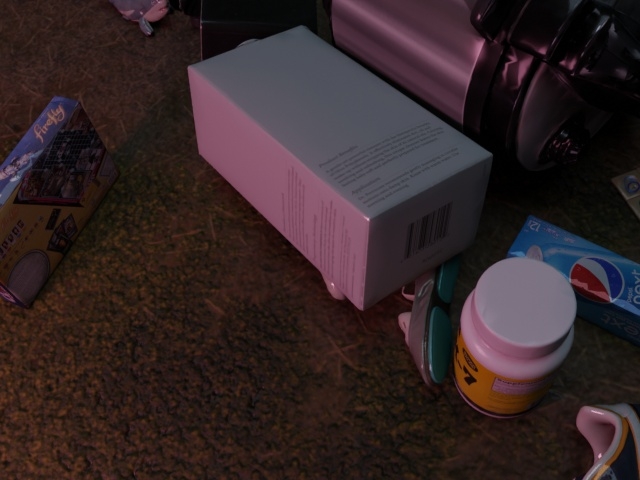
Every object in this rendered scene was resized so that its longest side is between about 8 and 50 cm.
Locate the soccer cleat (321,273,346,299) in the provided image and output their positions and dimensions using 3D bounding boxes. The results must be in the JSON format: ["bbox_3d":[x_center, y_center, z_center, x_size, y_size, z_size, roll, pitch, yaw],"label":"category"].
[{"bbox_3d":[0.000,0.000,0.977,0.076,0.068,0.196,-13,52,4],"label":"soccer cleat"}]

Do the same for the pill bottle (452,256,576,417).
[{"bbox_3d":[0.210,0.110,0.804,0.119,0.209,0.119,-3,59,4],"label":"pill bottle"}]

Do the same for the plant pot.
[{"bbox_3d":[-0.093,-0.320,1.111,0.166,0.187,0.188,1,59,-7],"label":"plant pot"}]

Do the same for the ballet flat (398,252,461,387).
[{"bbox_3d":[0.133,0.084,0.920,0.068,0.072,0.213,-8,54,33],"label":"ballet flat"}]

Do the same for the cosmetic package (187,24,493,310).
[{"bbox_3d":[0.011,-0.111,0.922,0.196,0.155,0.365,-27,50,-26],"label":"cosmetic package"}]

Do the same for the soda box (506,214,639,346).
[{"bbox_3d":[0.335,0.053,0.903,0.210,0.071,0.067,27,66,20],"label":"soda box"}]

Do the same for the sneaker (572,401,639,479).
[{"bbox_3d":[0.305,0.313,0.728,0.127,0.126,0.321,12,51,7],"label":"sneaker"}]

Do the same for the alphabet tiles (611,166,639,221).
[{"bbox_3d":[0.545,-0.046,0.975,0.237,0.009,0.198,-20,60,-6],"label":"alphabet tiles"}]

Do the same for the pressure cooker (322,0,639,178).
[{"bbox_3d":[0.258,-0.286,0.934,0.369,0.376,0.420,-35,58,-21],"label":"pressure cooker"}]

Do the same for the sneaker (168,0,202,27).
[{"bbox_3d":[-0.183,-0.422,1.222,0.051,0.089,0.170,29,67,20],"label":"sneaker"}]

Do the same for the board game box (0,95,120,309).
[{"bbox_3d":[-0.375,-0.050,0.984,0.042,0.165,0.243,19,63,16],"label":"board game box"}]

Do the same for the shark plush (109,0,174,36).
[{"bbox_3d":[-0.318,-0.416,1.245,0.161,0.067,0.073,33,69,22],"label":"shark plush"}]
